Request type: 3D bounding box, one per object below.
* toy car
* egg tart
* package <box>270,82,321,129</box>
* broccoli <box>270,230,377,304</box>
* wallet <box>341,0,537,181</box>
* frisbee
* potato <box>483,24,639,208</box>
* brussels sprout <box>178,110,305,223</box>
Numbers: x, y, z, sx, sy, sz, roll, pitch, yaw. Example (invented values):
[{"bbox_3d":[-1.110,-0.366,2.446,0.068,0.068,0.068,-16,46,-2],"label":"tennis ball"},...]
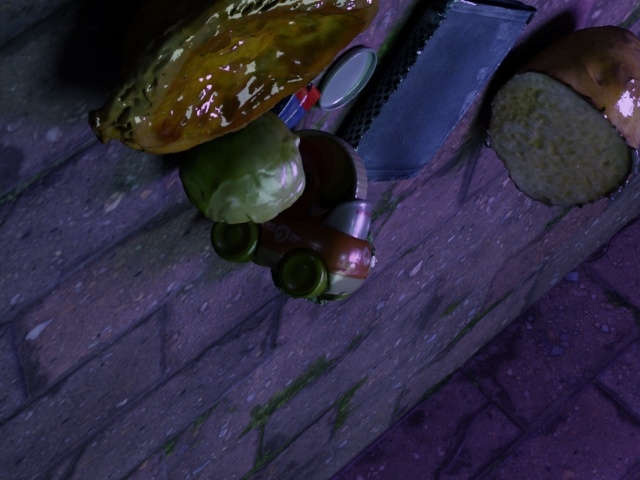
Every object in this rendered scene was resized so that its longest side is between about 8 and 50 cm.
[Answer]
[{"bbox_3d":[-0.017,-0.042,1.996,0.235,0.235,0.145,-51,161,11],"label":"toy car"},{"bbox_3d":[-0.097,-0.218,1.521,0.341,0.129,0.341,-29,172,-5],"label":"egg tart"},{"bbox_3d":[-0.077,-0.139,1.939,0.200,0.022,0.083,-47,161,-3],"label":"package"},{"bbox_3d":[0.000,0.000,2.184,0.156,0.195,0.195,12,126,-28],"label":"broccoli"},{"bbox_3d":[0.157,-0.232,2.176,0.237,0.075,0.342,-8,140,-52],"label":"wallet"},{"bbox_3d":[0.036,-0.225,2.018,0.110,0.014,0.110,-40,160,-17],"label":"frisbee"},{"bbox_3d":[0.461,-0.241,2.552,0.289,0.301,0.237,-26,-157,46],"label":"potato"},{"bbox_3d":[-0.098,-0.103,1.798,0.122,0.149,0.151,74,21,-51],"label":"brussels sprout"}]
